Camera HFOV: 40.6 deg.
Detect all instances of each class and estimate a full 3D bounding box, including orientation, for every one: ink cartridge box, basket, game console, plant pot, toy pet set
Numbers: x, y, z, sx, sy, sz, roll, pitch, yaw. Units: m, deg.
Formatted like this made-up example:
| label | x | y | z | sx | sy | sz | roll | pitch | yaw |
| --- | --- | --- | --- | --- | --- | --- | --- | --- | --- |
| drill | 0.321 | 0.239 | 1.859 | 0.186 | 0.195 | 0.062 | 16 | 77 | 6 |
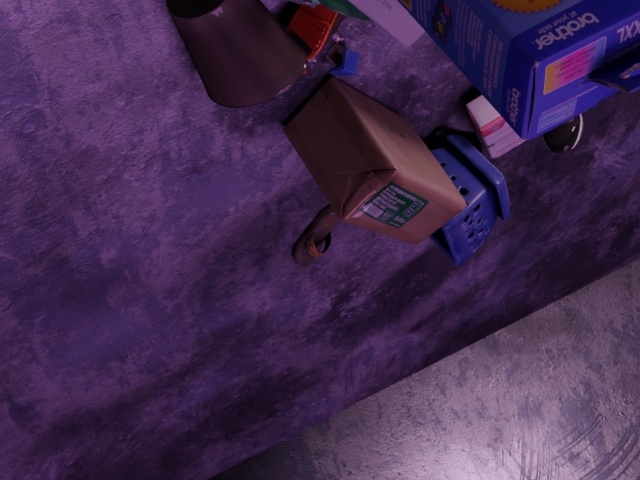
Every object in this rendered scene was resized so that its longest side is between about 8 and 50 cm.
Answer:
| label | x | y | z | sx | sy | sz | roll | pitch | yaw |
| --- | --- | --- | --- | --- | --- | --- | --- | --- | --- |
| ink cartridge box | 0.471 | -0.313 | 2.201 | 0.158 | 0.092 | 0.218 | -31 | 157 | 9 |
| basket | -0.157 | -0.361 | 1.504 | 0.204 | 0.154 | 0.227 | -9 | 150 | 17 |
| game console | 0.275 | -0.155 | 2.343 | 0.213 | 0.044 | 0.361 | 6 | 132 | -46 |
| plant pot | 0.345 | -0.114 | 2.206 | 0.212 | 0.236 | 0.236 | -39 | 149 | -1 |
| toy pet set | 0.017 | -0.364 | 1.752 | 0.114 | 0.065 | 0.122 | 7 | 133 | -49 |
| ink cartridge box | 0.296 | -0.310 | 1.095 | 0.269 | 0.396 | 0.151 | -28 | 151 | -9 |

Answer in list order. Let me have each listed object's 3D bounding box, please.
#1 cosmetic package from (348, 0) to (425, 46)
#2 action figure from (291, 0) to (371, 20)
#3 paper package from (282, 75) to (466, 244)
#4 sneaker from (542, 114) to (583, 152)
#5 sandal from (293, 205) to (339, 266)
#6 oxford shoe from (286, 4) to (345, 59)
| label | x | y | z | sx | sy | sz | roll | pitch | yaw |
| --- | --- | --- | --- | --- | --- | --- | --- | --- | --- |
| cosmetic package | 0.117 | -0.573 | 1.264 | 0.393 | 0.327 | 0.329 | -42 | 150 | 18 |
| action figure | -0.013 | -0.454 | 1.516 | 0.232 | 0.137 | 0.063 | 5 | 171 | 0 |
| paper package | 0.123 | -0.166 | 1.904 | 0.168 | 0.310 | 0.324 | -44 | 148 | 20 |
| sneaker | 0.586 | -0.361 | 2.148 | 0.107 | 0.284 | 0.124 | -3 | 161 | 33 |
| sandal | 0.000 | 0.000 | 2.292 | 0.090 | 0.060 | 0.219 | -1 | 138 | -43 |
| oxford shoe | 0.024 | -0.465 | 1.612 | 0.271 | 0.097 | 0.098 | -54 | 179 | 21 |
